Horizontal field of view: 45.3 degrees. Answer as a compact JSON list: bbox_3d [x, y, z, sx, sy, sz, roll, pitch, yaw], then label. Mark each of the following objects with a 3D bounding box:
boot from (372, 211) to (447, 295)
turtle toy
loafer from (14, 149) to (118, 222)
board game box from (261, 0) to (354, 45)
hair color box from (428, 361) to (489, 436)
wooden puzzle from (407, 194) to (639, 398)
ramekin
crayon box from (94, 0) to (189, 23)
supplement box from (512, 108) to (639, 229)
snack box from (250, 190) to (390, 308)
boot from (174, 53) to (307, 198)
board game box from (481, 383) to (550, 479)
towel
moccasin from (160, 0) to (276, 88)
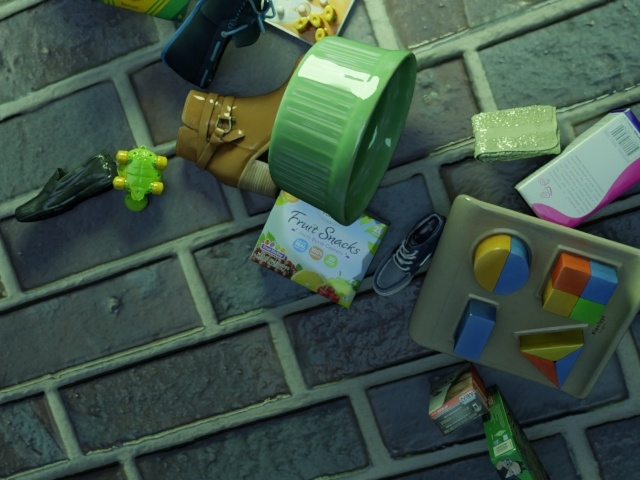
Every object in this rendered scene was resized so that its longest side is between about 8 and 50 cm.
[{"bbox_3d":[0.156,0.022,1.385,0.069,0.086,0.190,45,99,21],"label":"boot"},{"bbox_3d":[-0.345,-0.117,1.458,0.095,0.066,0.130,8,102,-16],"label":"turtle toy"},{"bbox_3d":[-0.493,-0.102,1.482,0.223,0.076,0.078,-25,88,6],"label":"loafer"},{"bbox_3d":[-0.073,-0.600,1.363,0.389,0.050,0.390,28,101,4],"label":"board game box"},{"bbox_3d":[0.245,0.280,1.372,0.093,0.167,0.053,-34,92,11],"label":"hair color box"},{"bbox_3d":[0.349,0.116,1.324,0.347,0.080,0.322,20,124,7],"label":"wooden puzzle"},{"bbox_3d":[0.035,-0.190,1.282,0.148,0.303,0.304,23,100,13],"label":"ramekin"},{"bbox_3d":[-0.283,-0.540,1.262,0.202,0.081,0.319,6,122,-32],"label":"crayon box"},{"bbox_3d":[0.455,-0.114,1.317,0.220,0.114,0.111,-37,92,10],"label":"supplement box"},{"bbox_3d":[0.000,0.000,1.421,0.207,0.070,0.175,27,101,3],"label":"snack box"},{"bbox_3d":[-0.133,-0.237,1.404,0.220,0.109,0.284,24,108,9],"label":"boot"},{"bbox_3d":[0.343,0.390,1.296,0.046,0.317,0.214,-30,93,10],"label":"board game box"},{"bbox_3d":[0.340,-0.188,1.339,0.148,0.027,0.110,-5,57,12],"label":"towel"},{"bbox_3d":[-0.146,-0.391,1.333,0.117,0.138,0.342,44,139,-12],"label":"moccasin"}]
